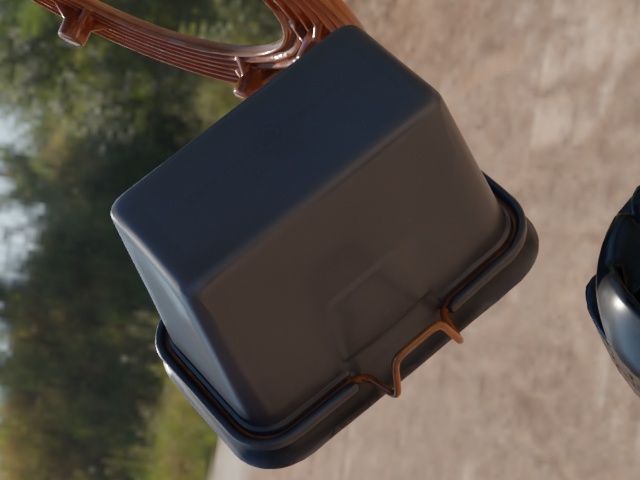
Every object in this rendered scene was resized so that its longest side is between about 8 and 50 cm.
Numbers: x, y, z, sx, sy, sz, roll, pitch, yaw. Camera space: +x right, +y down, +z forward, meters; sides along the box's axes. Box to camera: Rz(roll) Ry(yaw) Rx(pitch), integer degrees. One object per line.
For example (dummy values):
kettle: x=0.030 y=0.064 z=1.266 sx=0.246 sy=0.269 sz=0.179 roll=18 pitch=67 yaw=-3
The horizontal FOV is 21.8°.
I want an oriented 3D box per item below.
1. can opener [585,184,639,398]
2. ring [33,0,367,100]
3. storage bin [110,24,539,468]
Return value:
can opener: x=0.137 y=0.045 z=0.402 sx=0.059 sy=0.186 sz=0.073 roll=-48 pitch=-37 yaw=-5
ring: x=-0.127 y=-0.164 z=1.058 sx=0.336 sy=0.336 sz=0.032 roll=127 pitch=165 yaw=-80
storage bin: x=0.000 y=0.000 z=0.562 sx=0.098 sy=0.135 sz=0.091 roll=45 pitch=170 yaw=38
